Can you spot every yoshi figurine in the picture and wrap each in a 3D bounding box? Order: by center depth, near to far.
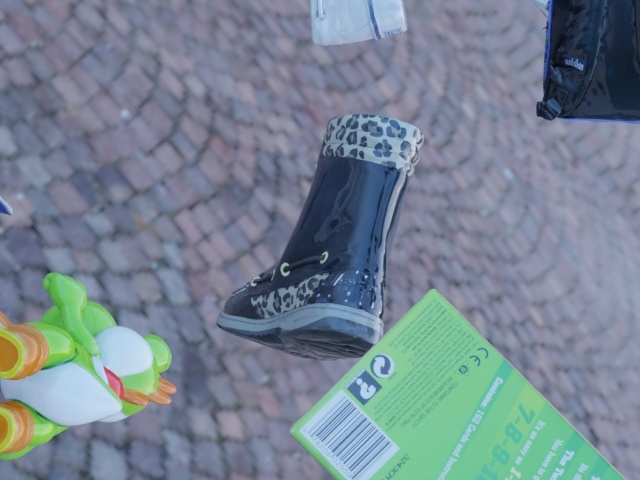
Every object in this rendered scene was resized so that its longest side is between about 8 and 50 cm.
[{"bbox_3d":[-0.323,0.148,2.041,0.203,0.204,0.362,65,22,11],"label":"yoshi figurine"}]

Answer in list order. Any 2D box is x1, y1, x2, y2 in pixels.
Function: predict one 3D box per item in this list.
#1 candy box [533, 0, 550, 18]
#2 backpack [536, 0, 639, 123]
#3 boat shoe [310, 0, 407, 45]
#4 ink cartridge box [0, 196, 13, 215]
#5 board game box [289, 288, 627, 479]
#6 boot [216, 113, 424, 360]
[{"bbox_3d":[0.274,-0.205,1.141,0.071,0.233,0.159,41,2,-38],"label":"candy box"},{"bbox_3d":[0.187,-0.130,1.019,0.084,0.105,0.114,-27,119,-59],"label":"backpack"},{"bbox_3d":[-0.002,-0.268,1.253,0.095,0.084,0.258,-66,143,-80],"label":"boat shoe"},{"bbox_3d":[-0.331,-0.068,0.988,0.065,0.333,0.165,-54,129,-22],"label":"ink cartridge box"},{"bbox_3d":[0.116,0.163,1.027,0.259,0.124,0.039,45,1,7],"label":"board game box"},{"bbox_3d":[0.002,0.000,1.350,0.085,0.236,0.178,18,80,-21],"label":"boot"}]
